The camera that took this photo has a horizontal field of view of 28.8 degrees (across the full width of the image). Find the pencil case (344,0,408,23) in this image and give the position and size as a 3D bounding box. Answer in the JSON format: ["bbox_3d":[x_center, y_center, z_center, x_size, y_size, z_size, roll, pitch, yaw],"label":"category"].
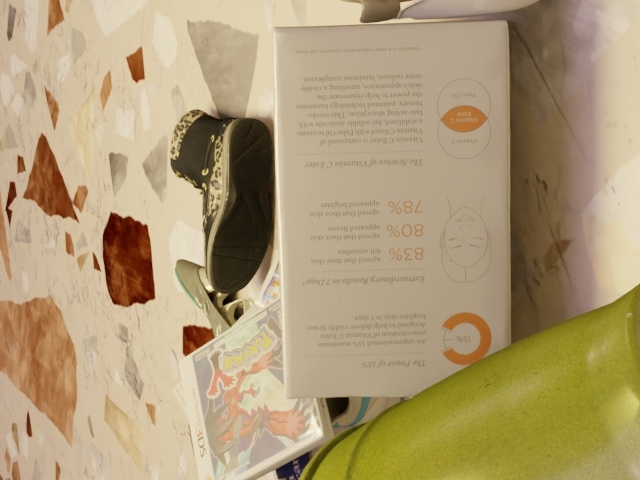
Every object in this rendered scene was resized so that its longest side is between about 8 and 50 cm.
[{"bbox_3d":[0.081,-0.425,1.193,0.183,0.160,0.410,-109,29,-54],"label":"pencil case"}]

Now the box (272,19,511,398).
[{"bbox_3d":[0.065,-0.036,1.205,0.168,0.215,0.345,-99,7,-81],"label":"box"}]

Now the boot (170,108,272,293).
[{"bbox_3d":[-0.141,-0.060,1.692,0.178,0.085,0.236,24,110,56],"label":"boot"}]

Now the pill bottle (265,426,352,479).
[{"bbox_3d":[-0.003,0.272,1.531,0.169,0.094,0.094,-29,72,58],"label":"pill bottle"}]

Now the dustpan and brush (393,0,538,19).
[{"bbox_3d":[0.185,-0.247,1.134,0.211,0.147,0.060,5,116,31],"label":"dustpan and brush"}]

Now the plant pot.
[{"bbox_3d":[0.220,0.216,0.985,0.353,0.366,0.366,-47,57,36],"label":"plant pot"}]

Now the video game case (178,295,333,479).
[{"bbox_3d":[-0.081,0.182,1.445,0.201,0.023,0.183,-33,56,31],"label":"video game case"}]

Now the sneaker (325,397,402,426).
[{"bbox_3d":[0.042,0.110,1.413,0.087,0.092,0.228,29,127,52],"label":"sneaker"}]

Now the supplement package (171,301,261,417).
[{"bbox_3d":[-0.076,0.172,1.548,0.179,0.105,0.105,-47,50,11],"label":"supplement package"}]

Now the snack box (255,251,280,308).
[{"bbox_3d":[-0.015,0.009,1.481,0.064,0.022,0.178,25,91,33],"label":"snack box"}]

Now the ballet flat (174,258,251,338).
[{"bbox_3d":[-0.133,0.091,1.741,0.068,0.072,0.213,-45,56,19],"label":"ballet flat"}]
